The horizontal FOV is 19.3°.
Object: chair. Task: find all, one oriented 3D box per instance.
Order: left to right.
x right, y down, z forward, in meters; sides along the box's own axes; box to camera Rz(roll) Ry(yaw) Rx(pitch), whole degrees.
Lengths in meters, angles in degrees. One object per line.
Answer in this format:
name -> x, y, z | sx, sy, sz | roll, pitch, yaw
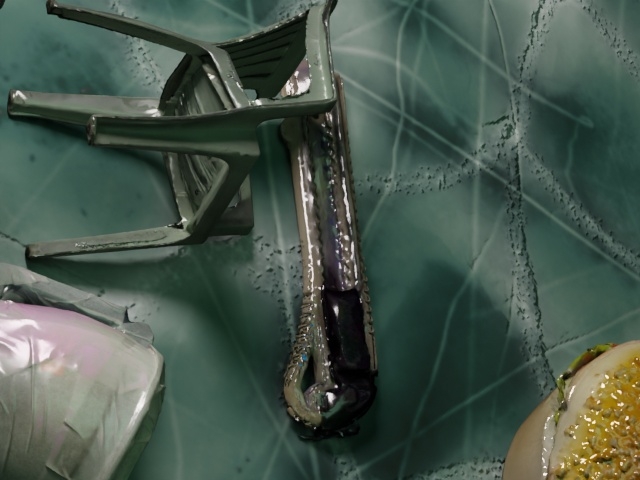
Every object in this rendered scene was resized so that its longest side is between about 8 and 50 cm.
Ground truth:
chair -> -0.102, -0.107, 1.540 | 0.275, 0.203, 0.190 | 1, 58, -28

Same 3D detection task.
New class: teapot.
teapot -> -0.210, 0.098, 1.397 | 0.178, 0.163, 0.221 | 30, 56, -11

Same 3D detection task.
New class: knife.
knife -> 0.004, -0.002, 1.660 | 0.089, 0.043, 0.365 | 11, 63, -31

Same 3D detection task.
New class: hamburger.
hamburger -> 0.301, 0.233, 1.670 | 0.302, 0.170, 0.302 | 13, 64, -28

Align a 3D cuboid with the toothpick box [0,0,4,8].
toothpick box -> -0.386, -0.095, 1.304 | 0.229, 0.229, 0.316 | 28, 85, -21
